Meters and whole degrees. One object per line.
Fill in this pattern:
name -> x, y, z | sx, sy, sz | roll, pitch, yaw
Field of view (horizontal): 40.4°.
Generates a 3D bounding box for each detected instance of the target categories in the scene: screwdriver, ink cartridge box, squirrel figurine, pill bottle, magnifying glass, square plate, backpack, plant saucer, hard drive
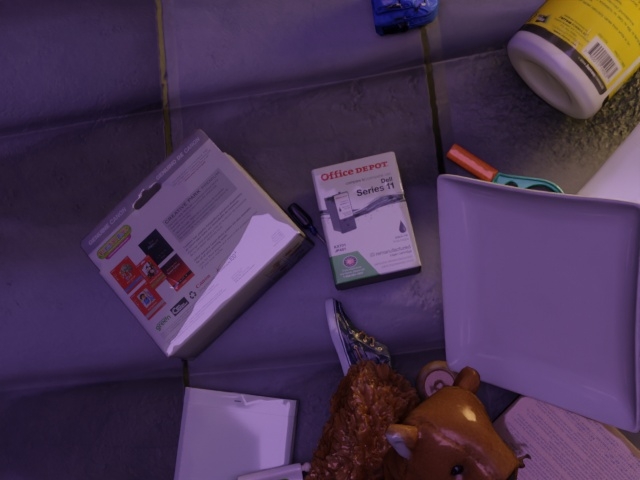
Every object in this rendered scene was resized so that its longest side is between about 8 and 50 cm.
screwdriver -> 0.000, 0.000, 1.551 | 0.170, 0.024, 0.025 | 52, 123, 7
ink cartridge box -> -0.218, 0.007, 1.533 | 0.309, 0.130, 0.272 | -43, 75, 2
ink cartridge box -> 0.385, 0.348, 1.382 | 0.193, 0.088, 0.235 | -45, 76, 3
squirrel figurine -> 0.126, 0.346, 1.285 | 0.281, 0.370, 0.397 | -27, 45, -31
ink cartridge box -> 0.078, -0.034, 1.497 | 0.153, 0.087, 0.208 | -13, 78, 3
pill bottle -> 0.483, -0.377, 1.423 | 0.188, 0.188, 0.334 | 44, 91, 14
magnifying glass -> 0.320, -0.094, 1.496 | 0.231, 0.026, 0.092 | 35, 89, 15
square plate -> 0.329, 0.080, 1.306 | 0.347, 0.049, 0.344 | 14, 117, 44
backpack -> 0.150, -0.425, 1.542 | 0.120, 0.101, 0.098 | -8, 87, 6
plant saucer -> 0.202, 0.245, 1.472 | 0.083, 0.015, 0.083 | -2, 81, 11
hard drive -> -0.154, 0.419, 1.504 | 0.203, 0.040, 0.307 | 5, 82, 12

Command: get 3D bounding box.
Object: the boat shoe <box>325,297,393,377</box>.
boat shoe -> 0.069, 0.178, 1.487 | 0.083, 0.065, 0.183 | -19, 85, 6

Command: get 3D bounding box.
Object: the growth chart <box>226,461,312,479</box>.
growth chart -> -0.057, 0.490, 1.450 | 0.172, 0.021, 0.237 | -19, 86, -9

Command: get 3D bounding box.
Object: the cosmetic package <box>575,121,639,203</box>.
cosmetic package -> 0.491, -0.064, 1.353 | 0.138, 0.224, 0.225 | 42, 92, 16
